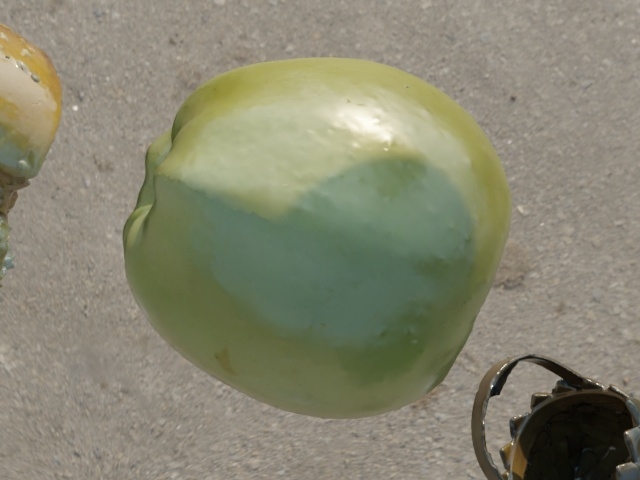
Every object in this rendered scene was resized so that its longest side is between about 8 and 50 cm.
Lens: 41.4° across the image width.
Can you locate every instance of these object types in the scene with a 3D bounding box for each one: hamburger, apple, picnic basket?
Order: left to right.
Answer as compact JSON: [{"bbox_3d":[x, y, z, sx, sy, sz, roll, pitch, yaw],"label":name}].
[{"bbox_3d":[-0.473,-0.147,0.897,0.287,0.445,0.268,18,102,-46],"label":"hamburger"},{"bbox_3d":[0.000,0.000,0.434,0.200,0.200,0.200,5,71,-13],"label":"apple"},{"bbox_3d":[0.197,0.166,0.682,0.178,0.137,0.128,37,56,-18],"label":"picnic basket"}]
